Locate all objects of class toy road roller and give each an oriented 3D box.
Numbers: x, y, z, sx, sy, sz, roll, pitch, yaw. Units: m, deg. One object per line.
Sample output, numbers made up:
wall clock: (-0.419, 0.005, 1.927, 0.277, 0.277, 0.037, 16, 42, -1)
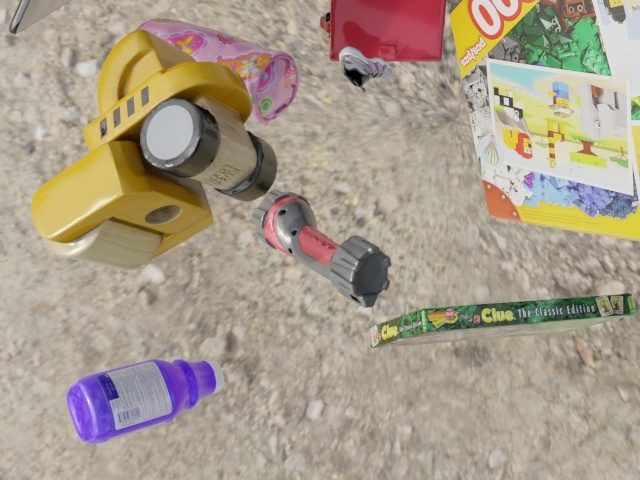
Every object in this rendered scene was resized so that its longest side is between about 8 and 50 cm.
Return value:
toy road roller: (-0.241, -0.131, 1.307, 0.330, 0.202, 0.240, -32, 67, 19)

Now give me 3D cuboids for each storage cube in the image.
storage cube: (0.107, -0.420, 1.584, 0.215, 0.183, 0.193, 1, 122, 0)

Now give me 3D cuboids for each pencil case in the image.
pencil case: (-0.175, -0.277, 1.532, 0.284, 0.124, 0.124, 21, 100, 29)

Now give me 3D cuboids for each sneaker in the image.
sneaker: (0.073, -0.258, 1.488, 0.098, 0.069, 0.038, 15, 143, -24)

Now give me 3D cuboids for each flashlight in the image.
flashlight: (0.000, 0.000, 1.513, 0.103, 0.304, 0.103, -49, 124, -9)

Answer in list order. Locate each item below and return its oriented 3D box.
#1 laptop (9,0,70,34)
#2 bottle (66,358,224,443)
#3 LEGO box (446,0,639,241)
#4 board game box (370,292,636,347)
laptop: (-0.210, -0.461, 1.398, 0.236, 0.382, 0.408, 31, 116, -7)
bottle: (-0.302, 0.271, 1.680, 0.092, 0.283, 0.118, -34, 73, 44)
LEGO box: (0.399, -0.196, 1.044, 0.193, 0.500, 0.372, -28, 114, -31)
board game box: (0.198, 0.089, 1.041, 0.260, 0.136, 0.030, -2, 75, -23)
